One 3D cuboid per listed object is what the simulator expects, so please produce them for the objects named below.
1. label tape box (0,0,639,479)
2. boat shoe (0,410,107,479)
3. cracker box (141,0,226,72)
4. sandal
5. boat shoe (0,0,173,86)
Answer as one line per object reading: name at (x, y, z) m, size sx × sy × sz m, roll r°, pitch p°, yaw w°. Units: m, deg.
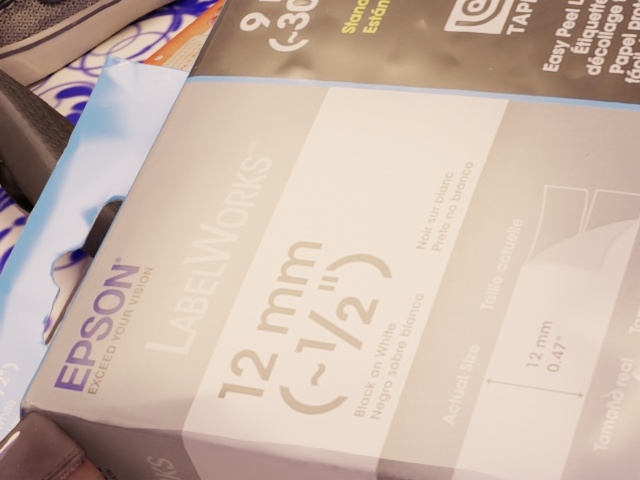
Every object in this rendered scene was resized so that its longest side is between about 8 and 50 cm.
label tape box at (0.000, 0.000, 0.704) m, size 0.348 × 0.115 × 0.249 m, roll 8°, pitch 56°, yaw 24°
boat shoe at (-0.191, 0.158, 0.635) m, size 0.285 × 0.092 × 0.103 m, roll -30°, pitch -2°, yaw 8°
cracker box at (0.021, -0.095, 0.986) m, size 0.232 × 0.067 × 0.156 m, roll 10°, pitch 42°, yaw 40°
sandal at (-0.172, -0.045, 1.011) m, size 0.054 × 0.097 × 0.254 m, roll -49°, pitch 31°, yaw 5°
boat shoe at (-0.180, -0.223, 1.223) m, size 0.340 × 0.158 × 0.127 m, roll -29°, pitch 31°, yaw -14°
